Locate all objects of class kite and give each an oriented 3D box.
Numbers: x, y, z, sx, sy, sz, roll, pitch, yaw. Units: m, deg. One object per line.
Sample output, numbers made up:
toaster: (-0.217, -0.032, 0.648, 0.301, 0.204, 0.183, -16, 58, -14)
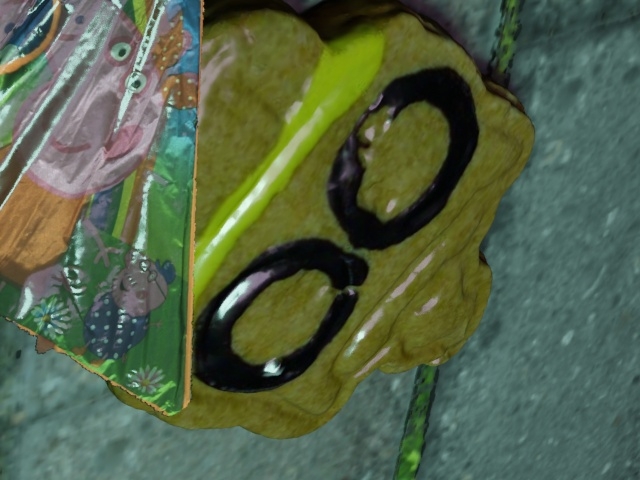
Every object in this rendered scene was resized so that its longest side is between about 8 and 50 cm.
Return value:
kite: (-0.108, -0.045, 0.556, 0.234, 0.016, 0.321, -51, 136, 2)

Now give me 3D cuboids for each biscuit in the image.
biscuit: (0.000, 0.000, 0.715, 0.208, 0.041, 0.290, -52, 142, 5)
